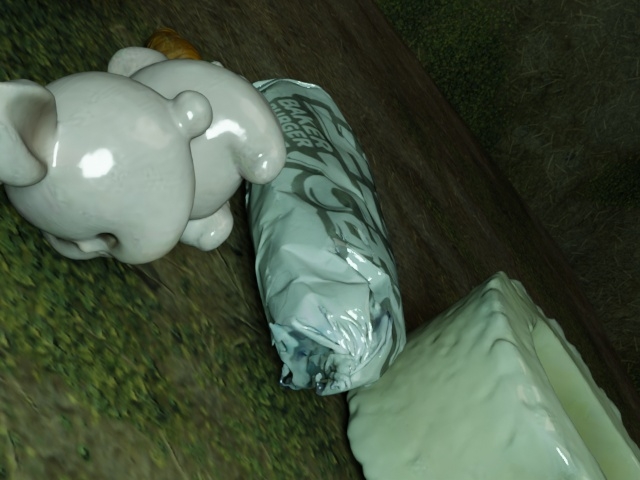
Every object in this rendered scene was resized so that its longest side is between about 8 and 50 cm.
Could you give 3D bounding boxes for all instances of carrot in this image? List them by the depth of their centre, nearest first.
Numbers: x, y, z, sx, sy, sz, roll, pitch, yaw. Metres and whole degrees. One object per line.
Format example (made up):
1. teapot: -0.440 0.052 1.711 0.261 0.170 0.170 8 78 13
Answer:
1. carrot: -0.105 -0.107 0.842 0.059 0.059 0.248 45 15 -36

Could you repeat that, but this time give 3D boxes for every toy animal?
1. toy animal: -0.117 -0.033 0.563 0.212 0.124 0.124 -22 78 -54

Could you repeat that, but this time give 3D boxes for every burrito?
1. burrito: 0.000 0.000 0.855 0.139 0.101 0.445 55 12 -28

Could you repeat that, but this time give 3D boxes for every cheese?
1. cheese: 0.168 0.202 0.861 0.332 0.153 0.292 52 15 -12
